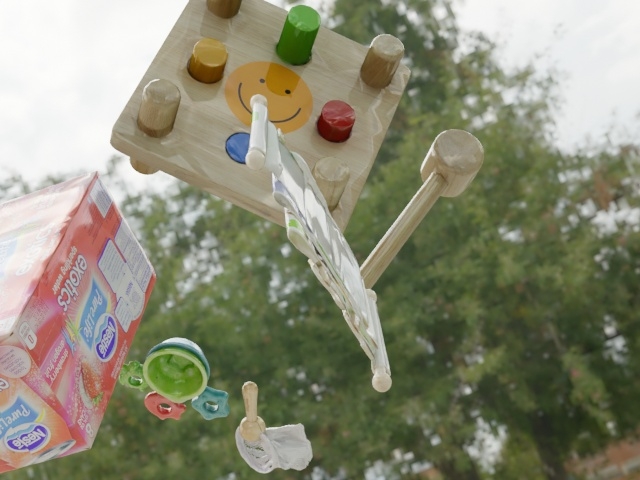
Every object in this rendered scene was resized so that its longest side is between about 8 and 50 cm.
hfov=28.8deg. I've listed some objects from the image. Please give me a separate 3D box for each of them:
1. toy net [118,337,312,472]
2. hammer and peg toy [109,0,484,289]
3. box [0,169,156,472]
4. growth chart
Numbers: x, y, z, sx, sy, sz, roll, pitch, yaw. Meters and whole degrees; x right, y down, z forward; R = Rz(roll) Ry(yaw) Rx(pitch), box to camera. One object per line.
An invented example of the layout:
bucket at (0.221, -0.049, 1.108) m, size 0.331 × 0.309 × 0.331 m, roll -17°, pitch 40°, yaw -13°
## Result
toy net at (-0.109, 0.192, 1.323) m, size 0.122 × 0.232 × 0.045 m, roll -35°, pitch 23°, yaw 28°
hammer and peg toy at (-0.008, -0.115, 1.293) m, size 0.361 × 0.266 × 0.127 m, roll 25°, pitch -35°, yaw -1°
box at (-0.289, 0.079, 1.275) m, size 0.142 × 0.154 × 0.300 m, roll -17°, pitch 29°, yaw 17°
growth chart at (0.000, 0.000, 1.030) m, size 0.021 × 0.237 × 0.172 m, roll -26°, pitch 17°, yaw 11°
